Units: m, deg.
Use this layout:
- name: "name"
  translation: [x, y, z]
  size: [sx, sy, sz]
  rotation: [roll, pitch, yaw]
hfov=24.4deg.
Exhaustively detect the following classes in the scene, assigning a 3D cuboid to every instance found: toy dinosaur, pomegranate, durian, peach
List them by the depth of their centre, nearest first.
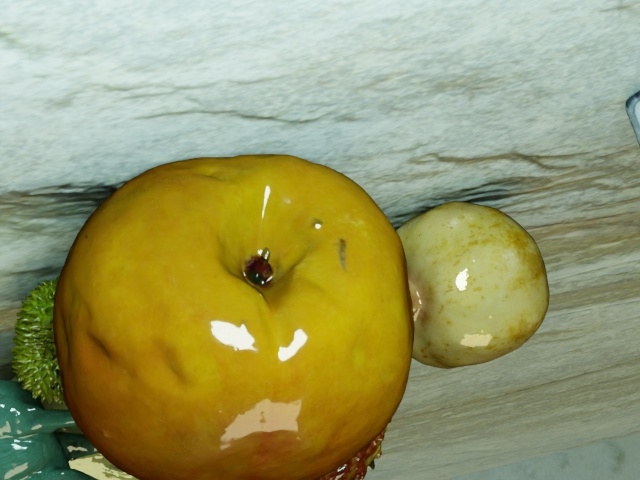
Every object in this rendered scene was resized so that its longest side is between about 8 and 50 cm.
- name: "peach"
  translation: [-0.078, 0.085, 1.384]
  size: [0.343, 0.343, 0.301]
  rotation: [-9, 144, -23]
- name: "durian"
  translation: [-0.255, 0.103, 1.586]
  size: [0.159, 0.146, 0.198]
  rotation: [-6, 162, 26]
- name: "pomegranate"
  translation: [0.160, 0.055, 1.703]
  size: [0.207, 0.207, 0.207]
  rotation: [-15, 163, -5]
- name: "toy dinosaur"
  translation: [-0.397, 0.265, 1.739]
  size: [0.331, 0.383, 0.129]
  rotation: [-17, -154, -9]

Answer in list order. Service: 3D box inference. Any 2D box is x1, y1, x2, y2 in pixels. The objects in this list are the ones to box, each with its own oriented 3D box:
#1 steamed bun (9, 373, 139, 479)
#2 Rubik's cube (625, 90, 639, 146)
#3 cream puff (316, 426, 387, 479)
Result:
- name: "steamed bun"
  translation: [-0.350, 0.266, 1.920]
  size: [0.232, 0.166, 0.273]
  rotation: [24, 109, -34]
- name: "Rubik's cube"
  translation: [0.544, -0.072, 1.481]
  size: [0.305, 0.303, 0.301]
  rotation: [-3, 159, -41]
- name: "cream puff"
  translation: [-0.081, 0.192, 1.700]
  size: [0.350, 0.350, 0.228]
  rotation: [-20, 153, 11]
